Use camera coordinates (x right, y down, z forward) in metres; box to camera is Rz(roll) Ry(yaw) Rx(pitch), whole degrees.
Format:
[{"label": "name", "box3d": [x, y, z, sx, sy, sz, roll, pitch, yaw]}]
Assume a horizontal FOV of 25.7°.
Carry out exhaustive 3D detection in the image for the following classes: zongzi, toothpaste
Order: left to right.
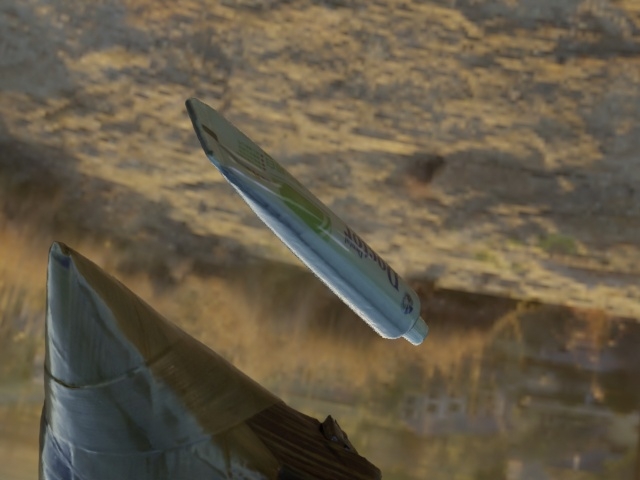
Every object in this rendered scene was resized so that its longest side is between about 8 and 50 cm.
[{"label": "zongzi", "box3d": [-0.081, 0.139, 1.095, 0.289, 0.154, 0.317, 13, 143, 1]}, {"label": "toothpaste", "box3d": [0.000, 0.000, 0.669, 0.029, 0.048, 0.197, -35, 133, 12]}]
